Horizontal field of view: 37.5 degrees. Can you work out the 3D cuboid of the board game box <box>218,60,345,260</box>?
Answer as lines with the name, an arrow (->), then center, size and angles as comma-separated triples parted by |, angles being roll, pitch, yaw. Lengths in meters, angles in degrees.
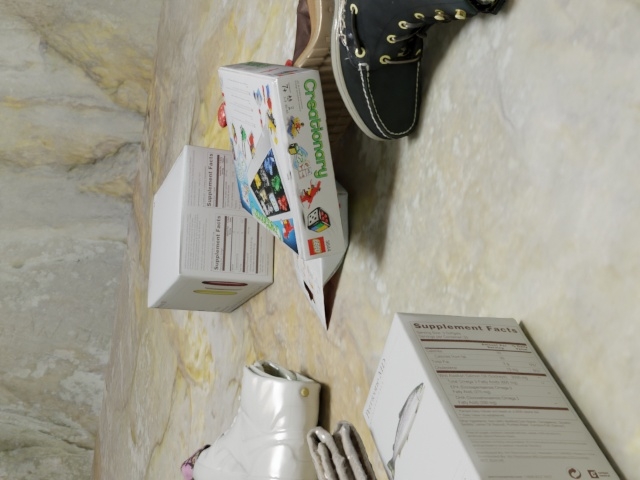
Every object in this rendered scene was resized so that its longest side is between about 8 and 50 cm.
board game box -> -0.053, -0.105, 1.094 | 0.305, 0.053, 0.192 | -143, 42, -69

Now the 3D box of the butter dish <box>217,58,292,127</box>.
butter dish -> -0.085, -0.169, 1.318 | 0.160, 0.118, 0.159 | -119, 40, -60

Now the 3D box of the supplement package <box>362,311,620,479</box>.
supplement package -> 0.112, 0.145, 0.668 | 0.179, 0.105, 0.105 | -114, 32, -56

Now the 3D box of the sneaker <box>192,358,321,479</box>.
sneaker -> -0.077, 0.240, 1.213 | 0.293, 0.108, 0.169 | -18, 65, 59

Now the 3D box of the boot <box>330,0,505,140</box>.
boot -> 0.088, -0.196, 0.862 | 0.179, 0.085, 0.236 | 20, 125, 54

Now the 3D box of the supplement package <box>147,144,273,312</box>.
supplement package -> -0.179, -0.007, 1.503 | 0.262, 0.145, 0.203 | 143, 130, -66

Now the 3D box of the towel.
towel -> 0.058, 0.291, 0.729 | 0.187, 0.049, 0.282 | -118, 11, -60

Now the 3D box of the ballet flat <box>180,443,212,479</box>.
ballet flat -> -0.172, 0.386, 1.497 | 0.079, 0.077, 0.221 | -62, 21, 5

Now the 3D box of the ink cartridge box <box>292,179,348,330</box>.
ink cartridge box -> 0.000, 0.000, 1.171 | 0.145, 0.045, 0.179 | -126, 27, -62

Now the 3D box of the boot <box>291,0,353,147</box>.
boot -> 0.008, -0.247, 1.175 | 0.207, 0.090, 0.248 | -98, 14, -74
